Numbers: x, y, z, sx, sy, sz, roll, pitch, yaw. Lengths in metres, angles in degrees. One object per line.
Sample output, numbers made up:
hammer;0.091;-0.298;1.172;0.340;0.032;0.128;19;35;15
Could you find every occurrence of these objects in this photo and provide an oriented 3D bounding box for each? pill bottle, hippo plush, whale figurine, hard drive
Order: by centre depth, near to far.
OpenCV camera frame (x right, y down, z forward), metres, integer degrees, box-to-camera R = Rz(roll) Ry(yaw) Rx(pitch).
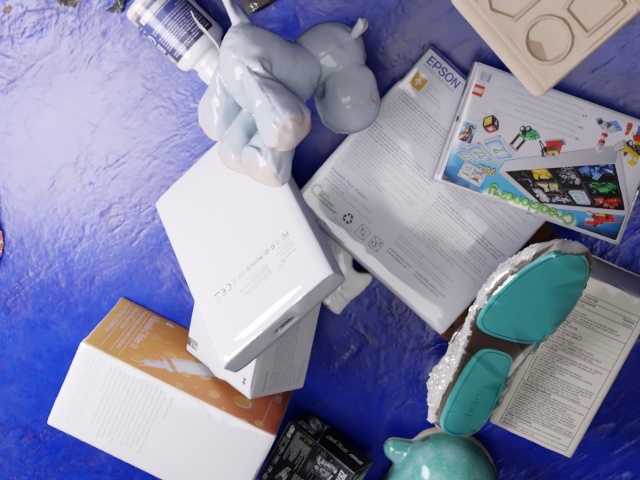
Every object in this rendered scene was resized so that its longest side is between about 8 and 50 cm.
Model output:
hippo plush;-0.044;-0.236;1.802;0.234;0.236;0.294;-39;72;56
hard drive;-0.119;-0.002;1.846;0.233;0.353;0.047;-41;141;18
pill bottle;-0.213;-0.326;1.857;0.169;0.094;0.094;44;108;-6
whale figurine;0.169;0.436;2.021;0.272;0.141;0.216;-28;102;18

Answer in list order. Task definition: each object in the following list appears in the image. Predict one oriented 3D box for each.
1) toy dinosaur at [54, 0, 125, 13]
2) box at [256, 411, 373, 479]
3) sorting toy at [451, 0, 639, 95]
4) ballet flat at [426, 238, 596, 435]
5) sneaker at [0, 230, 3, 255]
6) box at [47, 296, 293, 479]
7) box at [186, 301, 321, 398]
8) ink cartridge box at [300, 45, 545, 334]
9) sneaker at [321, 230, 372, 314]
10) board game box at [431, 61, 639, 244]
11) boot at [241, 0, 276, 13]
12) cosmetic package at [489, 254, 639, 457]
toy dinosaur;-0.354;-0.422;1.868;0.268;0.064;0.118;11;102;1
box;-0.019;0.415;2.049;0.147;0.077;0.180;36;111;22
sorting toy;0.316;-0.334;1.635;0.208;0.038;0.193;-41;94;18
ballet flat;0.268;0.128;1.827;0.147;0.147;0.409;29;121;-1
sneaker;-0.593;-0.020;2.043;0.064;0.061;0.158;11;110;34
box;-0.242;0.272;1.990;0.345;0.215;0.168;26;109;-1
box;-0.110;0.133;1.933;0.181;0.119;0.182;30;117;42
ink cartridge box;0.180;-0.078;1.879;0.324;0.071;0.330;42;92;-6
sneaker;0.000;0.000;1.946;0.115;0.090;0.232;-35;98;-3
board game box;0.345;-0.133;1.819;0.305;0.053;0.193;19;95;-4
boot;-0.058;-0.470;1.799;0.246;0.083;0.161;-30;95;15
cosmetic package;0.401;0.177;1.910;0.153;0.129;0.296;25;110;2
